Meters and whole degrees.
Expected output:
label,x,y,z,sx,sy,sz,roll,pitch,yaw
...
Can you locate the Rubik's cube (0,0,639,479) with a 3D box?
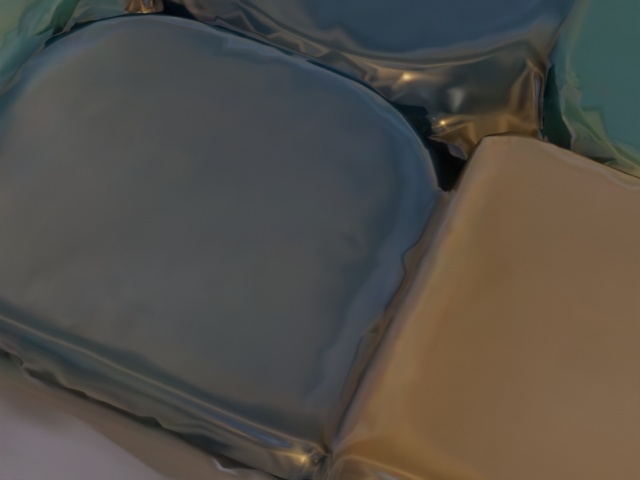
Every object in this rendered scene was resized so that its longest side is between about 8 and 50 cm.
label,x,y,z,sx,sy,sz,roll,pitch,yaw
Rubik's cube,0.000,0.000,0.548,0.346,0.344,0.347,23,145,8
